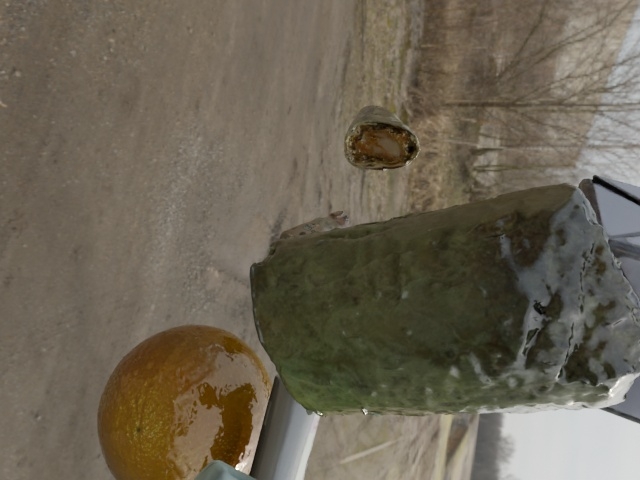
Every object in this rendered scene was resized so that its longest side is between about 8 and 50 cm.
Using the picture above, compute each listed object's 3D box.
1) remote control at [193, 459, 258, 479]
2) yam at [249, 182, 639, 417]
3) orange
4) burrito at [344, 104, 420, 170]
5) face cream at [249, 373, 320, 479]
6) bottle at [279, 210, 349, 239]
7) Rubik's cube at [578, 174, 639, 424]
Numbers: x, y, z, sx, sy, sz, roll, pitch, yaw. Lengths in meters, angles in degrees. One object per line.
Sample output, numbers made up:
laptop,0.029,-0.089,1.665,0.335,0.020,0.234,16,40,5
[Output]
remote control,-0.092,0.226,0.324,0.061,0.029,0.162,39,75,-23
yam,0.106,0.064,0.458,0.195,0.300,0.195,-10,90,-70
orange,-0.198,0.264,0.778,0.274,0.275,0.274,6,90,-70
burrito,0.122,-0.223,1.074,0.299,0.144,0.105,-82,169,-70
face cream,-0.060,0.314,0.652,0.107,0.073,0.269,59,46,-75
bottle,0.001,0.000,1.026,0.152,0.099,0.098,-24,124,-31
Rubik's cube,0.466,0.087,0.721,0.259,0.255,0.260,-54,157,-53
